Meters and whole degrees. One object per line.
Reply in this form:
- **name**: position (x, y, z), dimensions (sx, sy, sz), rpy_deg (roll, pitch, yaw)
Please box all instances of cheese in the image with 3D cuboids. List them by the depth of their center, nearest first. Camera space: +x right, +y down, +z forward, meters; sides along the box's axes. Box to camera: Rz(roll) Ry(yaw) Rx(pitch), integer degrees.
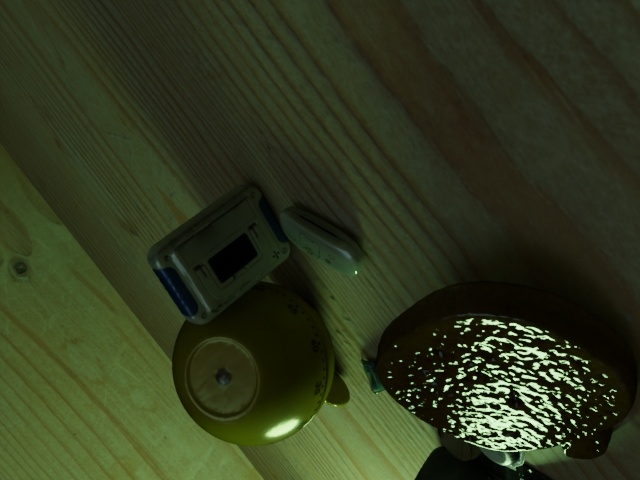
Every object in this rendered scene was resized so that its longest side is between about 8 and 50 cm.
- **cheese**: position (0.295, 0.319, 1.123), dimensions (0.105, 0.042, 0.191), rpy_deg (17, 137, 47)

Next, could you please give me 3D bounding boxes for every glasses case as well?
- **glasses case**: position (0.000, 0.000, 1.170), dimensions (0.193, 0.049, 0.074), rpy_deg (30, 146, 34)

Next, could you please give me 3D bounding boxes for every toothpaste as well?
- **toothpaste**: position (0.143, 0.257, 1.286), dimensions (0.069, 0.047, 0.268), rpy_deg (40, 158, -6)

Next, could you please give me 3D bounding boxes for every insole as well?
- **insole**: position (0.340, 0.420, 1.218), dimensions (0.309, 0.012, 0.110), rpy_deg (23, 144, 42)

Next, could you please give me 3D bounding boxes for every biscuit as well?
- **biscuit**: position (0.257, 0.190, 0.923), dimensions (0.350, 0.070, 0.394), rpy_deg (34, 145, -10)

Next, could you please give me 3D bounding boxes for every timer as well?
- **timer**: position (-0.182, 0.025, 1.260), dimensions (0.078, 0.253, 0.178), rpy_deg (4, 129, 55)
- **timer**: position (-0.123, 0.258, 1.430), dimensions (0.376, 0.376, 0.387), rpy_deg (43, -164, 15)

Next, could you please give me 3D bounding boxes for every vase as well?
- **vase**: position (0.198, 0.572, 1.275), dimensions (0.173, 0.321, 0.173), rpy_deg (37, 156, 20)

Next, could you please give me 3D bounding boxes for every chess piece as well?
- **chess piece**: position (0.261, 0.368, 1.231), dimensions (0.083, 0.038, 0.084), rpy_deg (36, 142, 34)
